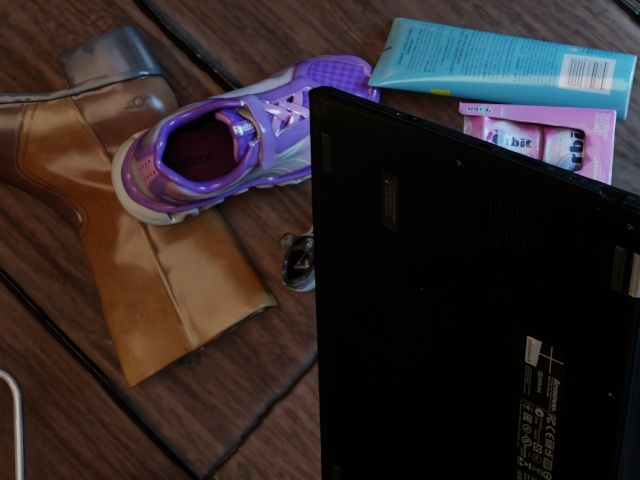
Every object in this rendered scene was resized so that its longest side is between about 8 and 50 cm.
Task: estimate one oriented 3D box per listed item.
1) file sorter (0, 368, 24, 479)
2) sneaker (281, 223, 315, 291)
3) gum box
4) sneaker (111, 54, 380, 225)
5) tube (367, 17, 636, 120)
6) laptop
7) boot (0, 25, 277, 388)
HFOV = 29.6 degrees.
[{"bbox_3d":[-0.364,0.195,0.961,0.173,0.278,0.192,-3,85,8],"label":"file sorter"},{"bbox_3d":[0.000,0.000,0.998,0.038,0.069,0.098,31,93,12],"label":"sneaker"},{"bbox_3d":[0.162,-0.055,0.905,0.107,0.188,0.062,5,85,12],"label":"gum box"},{"bbox_3d":[-0.051,-0.087,0.969,0.236,0.104,0.095,-25,86,-16],"label":"sneaker"},{"bbox_3d":[0.149,-0.140,0.985,0.207,0.052,0.080,12,50,14],"label":"tube"},{"bbox_3d":[0.220,0.081,0.862,0.408,0.236,0.381,25,130,36],"label":"laptop"},{"bbox_3d":[-0.208,-0.006,1.053,0.264,0.096,0.280,-25,88,2],"label":"boot"}]
